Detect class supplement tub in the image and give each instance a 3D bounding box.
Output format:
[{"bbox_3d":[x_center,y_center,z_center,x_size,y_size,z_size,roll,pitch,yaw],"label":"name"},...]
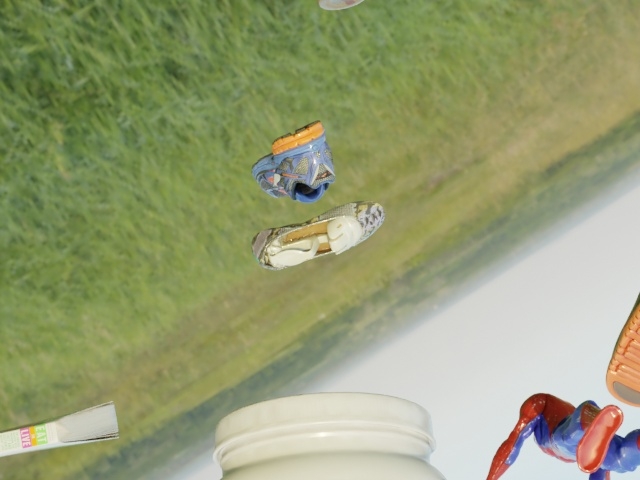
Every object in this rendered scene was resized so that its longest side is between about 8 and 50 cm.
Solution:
[{"bbox_3d":[0.010,0.264,0.770,0.191,0.272,0.191,-3,155,-1],"label":"supplement tub"}]

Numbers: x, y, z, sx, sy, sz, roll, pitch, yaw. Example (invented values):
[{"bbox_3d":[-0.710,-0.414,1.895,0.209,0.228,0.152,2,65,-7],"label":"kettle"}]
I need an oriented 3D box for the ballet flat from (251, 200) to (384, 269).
[{"bbox_3d":[0.000,0.000,0.879,0.114,0.041,0.041,-16,174,3],"label":"ballet flat"}]

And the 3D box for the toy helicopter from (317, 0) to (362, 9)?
[{"bbox_3d":[0.037,-0.395,1.467,0.234,0.140,0.355,-15,171,-11],"label":"toy helicopter"}]

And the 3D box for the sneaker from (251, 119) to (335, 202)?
[{"bbox_3d":[-0.034,-0.085,1.436,0.083,0.087,0.221,-23,175,-13],"label":"sneaker"}]

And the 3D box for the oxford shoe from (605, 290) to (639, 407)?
[{"bbox_3d":[0.434,0.031,1.197,0.364,0.130,0.133,-61,-172,24],"label":"oxford shoe"}]

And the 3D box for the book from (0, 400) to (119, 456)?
[{"bbox_3d":[-0.274,0.182,0.993,0.144,0.035,0.096,-14,172,22],"label":"book"}]

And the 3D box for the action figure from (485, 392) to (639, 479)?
[{"bbox_3d":[0.189,0.188,0.832,0.280,0.091,0.139,71,44,-86],"label":"action figure"}]
